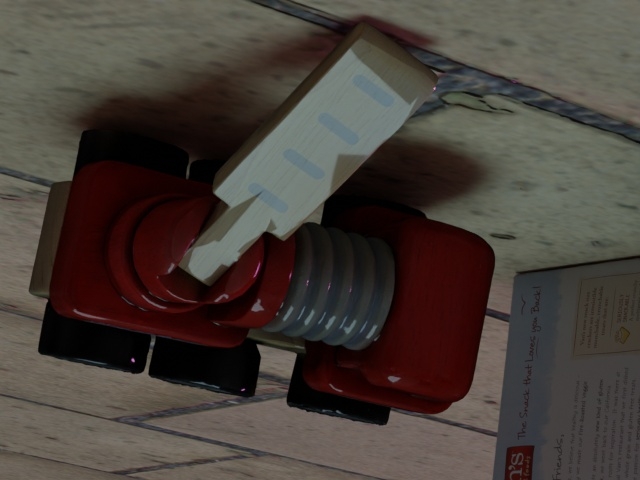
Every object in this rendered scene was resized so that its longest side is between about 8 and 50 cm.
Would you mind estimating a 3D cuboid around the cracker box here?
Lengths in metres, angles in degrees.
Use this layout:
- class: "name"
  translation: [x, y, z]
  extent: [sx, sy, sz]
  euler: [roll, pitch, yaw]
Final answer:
- class: "cracker box"
  translation: [0.205, 0.088, 1.053]
  extent: [0.067, 0.156, 0.232]
  euler: [22, 160, -40]

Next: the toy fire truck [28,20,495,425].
- class: "toy fire truck"
  translation: [0.000, 0.000, 0.904]
  extent: [0.217, 0.158, 0.246]
  euler: [15, 173, -23]
